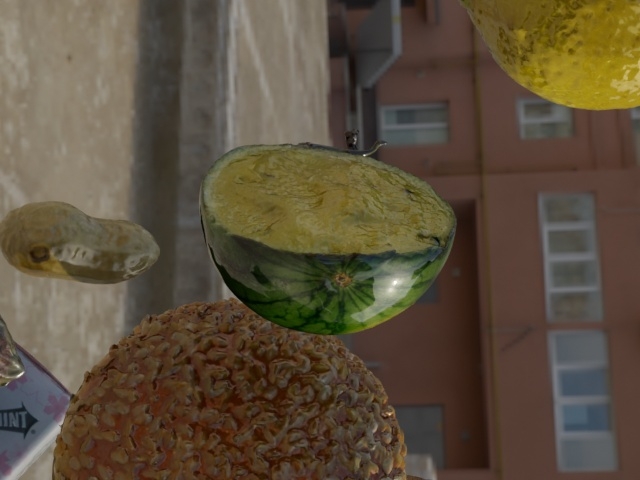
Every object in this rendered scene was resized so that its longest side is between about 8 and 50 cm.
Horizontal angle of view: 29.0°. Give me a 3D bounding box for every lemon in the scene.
[{"bbox_3d":[0.340,-0.303,1.427,0.336,0.336,0.336,-2,90,-85],"label":"lemon"}]

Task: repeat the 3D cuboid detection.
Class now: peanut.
[{"bbox_3d":[-0.352,0.005,1.820,0.110,0.236,0.120,-120,-140,-67],"label":"peanut"}]

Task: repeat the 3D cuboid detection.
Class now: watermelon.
[{"bbox_3d":[0.000,0.003,1.018,0.232,0.204,0.127,-128,-141,-56],"label":"watermelon"}]

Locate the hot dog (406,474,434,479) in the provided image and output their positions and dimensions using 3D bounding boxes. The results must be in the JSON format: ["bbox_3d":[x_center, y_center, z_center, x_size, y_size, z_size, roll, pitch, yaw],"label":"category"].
[{"bbox_3d":[0.181,0.421,1.974,0.065,0.147,0.099,-70,169,-58],"label":"hot dog"}]

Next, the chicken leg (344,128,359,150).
[{"bbox_3d":[0.031,-0.073,1.608,0.145,0.062,0.037,-61,176,25],"label":"chicken leg"}]

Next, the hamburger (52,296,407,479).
[{"bbox_3d":[-0.085,0.225,1.173,0.250,0.330,0.330,88,2,-65],"label":"hamburger"}]

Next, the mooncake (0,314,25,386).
[{"bbox_3d":[-0.468,0.148,1.626,0.125,0.130,0.073,64,-8,-3],"label":"mooncake"}]

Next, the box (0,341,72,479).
[{"bbox_3d":[-0.521,0.303,1.712,0.370,0.190,0.112,-50,180,-42],"label":"box"}]
